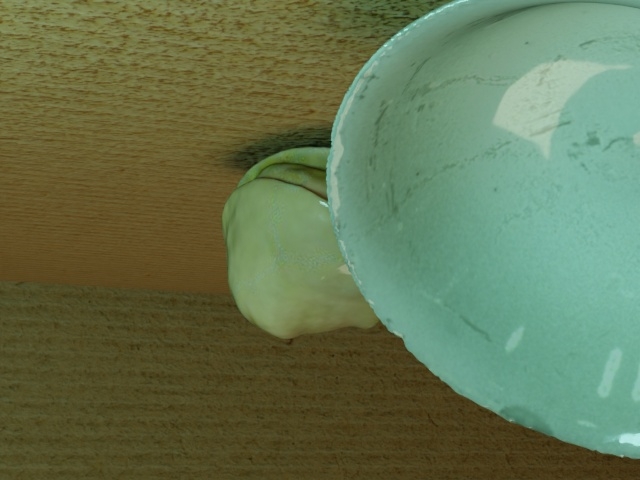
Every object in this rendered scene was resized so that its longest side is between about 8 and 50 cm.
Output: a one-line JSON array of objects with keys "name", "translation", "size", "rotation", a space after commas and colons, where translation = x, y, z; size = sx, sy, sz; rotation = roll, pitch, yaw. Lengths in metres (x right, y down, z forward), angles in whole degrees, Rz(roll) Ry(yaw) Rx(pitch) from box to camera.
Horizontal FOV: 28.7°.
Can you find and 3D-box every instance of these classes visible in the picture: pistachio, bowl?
[{"name": "pistachio", "translation": [0.000, 0.000, 1.511], "size": [0.238, 0.229, 0.321], "rotation": [37, 152, -12]}, {"name": "bowl", "translation": [0.237, -0.048, 0.981], "size": [0.435, 0.435, 0.196], "rotation": [-5, -146, 34]}]
